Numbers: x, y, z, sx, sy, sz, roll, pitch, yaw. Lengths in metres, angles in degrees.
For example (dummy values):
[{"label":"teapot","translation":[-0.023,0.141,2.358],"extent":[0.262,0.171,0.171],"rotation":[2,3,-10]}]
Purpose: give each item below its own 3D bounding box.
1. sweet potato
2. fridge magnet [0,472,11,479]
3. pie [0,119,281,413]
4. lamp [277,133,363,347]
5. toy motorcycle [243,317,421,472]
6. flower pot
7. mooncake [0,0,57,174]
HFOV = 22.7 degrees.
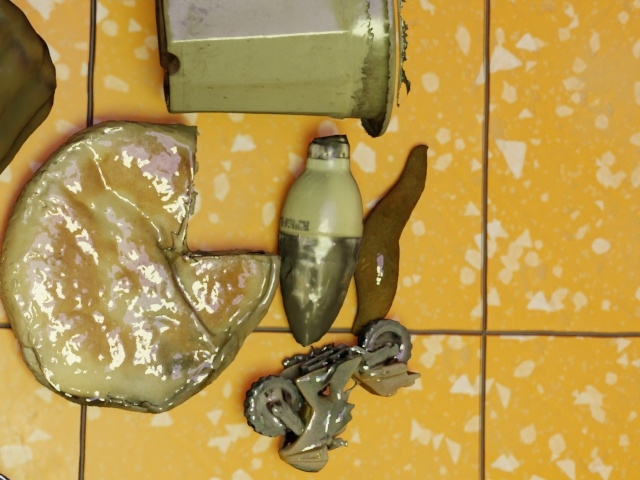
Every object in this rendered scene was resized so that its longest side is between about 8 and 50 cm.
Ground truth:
[{"label":"sweet potato","translation":[0.078,-0.007,1.901],"extent":[0.069,0.059,0.249],"rotation":[26,75,-38]},{"label":"fridge magnet","translation":[-0.404,0.360,1.669],"extent":[0.265,0.113,0.265],"rotation":[2,85,-22]},{"label":"pie","translation":[-0.212,0.033,1.780],"extent":[0.337,0.075,0.337],"rotation":[0,92,-17]},{"label":"lamp","translation":[0.000,0.000,1.849],"extent":[0.101,0.101,0.250],"rotation":[3,96,-21]},{"label":"toy motorcycle","translation":[0.018,0.184,1.852],"extent":[0.229,0.094,0.129],"rotation":[-25,100,-26]},{"label":"flower pot","translation":[-0.052,-0.246,1.769],"extent":[0.259,0.290,0.290],"rotation":[-5,89,-7]},{"label":"mooncake","translation":[-0.411,-0.187,1.605],"extent":[0.290,0.290,0.161],"rotation":[42,70,-14]}]
